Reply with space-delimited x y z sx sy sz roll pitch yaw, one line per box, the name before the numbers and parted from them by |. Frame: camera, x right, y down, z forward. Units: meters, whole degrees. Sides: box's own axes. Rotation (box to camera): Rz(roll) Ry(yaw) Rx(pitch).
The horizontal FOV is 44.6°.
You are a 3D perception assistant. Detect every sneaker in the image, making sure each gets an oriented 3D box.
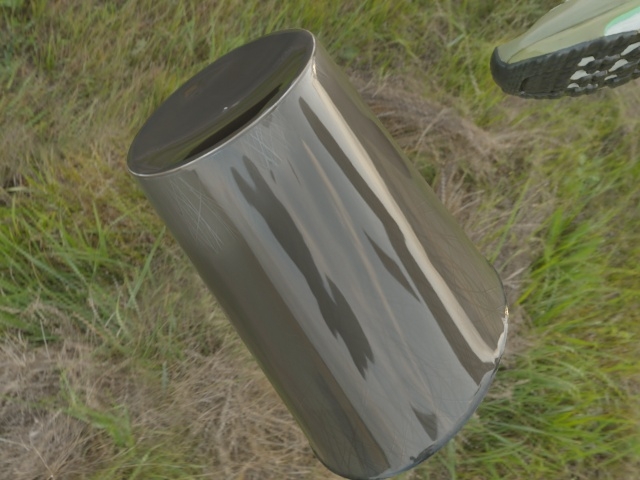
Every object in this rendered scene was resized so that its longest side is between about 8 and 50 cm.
sneaker | 0.291 -0.268 0.643 0.410 0.158 0.182 -34 79 -4

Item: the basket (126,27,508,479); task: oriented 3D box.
basket | 0.000 0.000 0.486 0.227 0.154 0.204 53 40 -32
